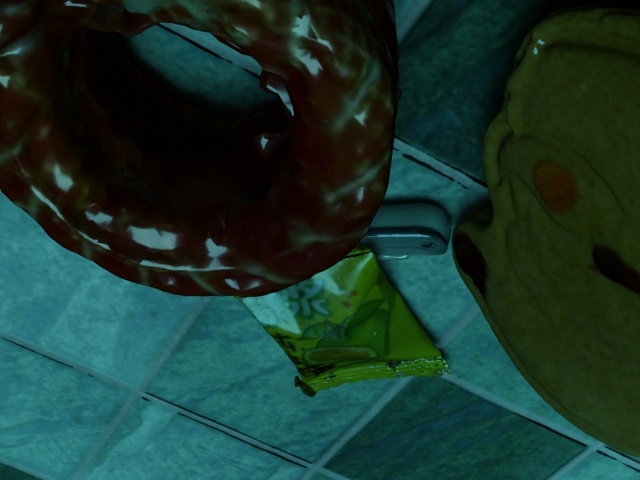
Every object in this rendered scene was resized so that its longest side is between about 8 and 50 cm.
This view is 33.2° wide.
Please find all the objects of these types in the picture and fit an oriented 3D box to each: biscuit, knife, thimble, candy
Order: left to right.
[{"bbox_3d":[-0.096,-0.134,0.854,0.350,0.231,0.350,4,133,4],"label":"thimble"},{"bbox_3d":[-0.001,-0.002,1.086,0.265,0.041,0.073,-2,149,10],"label":"knife"},{"bbox_3d":[0.010,0.083,1.135,0.187,0.081,0.297,-11,145,19],"label":"candy"},{"bbox_3d":[0.263,0.006,0.877,0.350,0.078,0.455,42,145,26],"label":"biscuit"}]

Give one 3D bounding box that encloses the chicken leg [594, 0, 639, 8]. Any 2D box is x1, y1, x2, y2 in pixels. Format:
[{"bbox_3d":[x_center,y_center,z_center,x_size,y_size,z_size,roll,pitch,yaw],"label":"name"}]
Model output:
[{"bbox_3d":[0.253,-0.201,0.859,0.198,0.069,0.085,22,155,-3],"label":"chicken leg"}]
